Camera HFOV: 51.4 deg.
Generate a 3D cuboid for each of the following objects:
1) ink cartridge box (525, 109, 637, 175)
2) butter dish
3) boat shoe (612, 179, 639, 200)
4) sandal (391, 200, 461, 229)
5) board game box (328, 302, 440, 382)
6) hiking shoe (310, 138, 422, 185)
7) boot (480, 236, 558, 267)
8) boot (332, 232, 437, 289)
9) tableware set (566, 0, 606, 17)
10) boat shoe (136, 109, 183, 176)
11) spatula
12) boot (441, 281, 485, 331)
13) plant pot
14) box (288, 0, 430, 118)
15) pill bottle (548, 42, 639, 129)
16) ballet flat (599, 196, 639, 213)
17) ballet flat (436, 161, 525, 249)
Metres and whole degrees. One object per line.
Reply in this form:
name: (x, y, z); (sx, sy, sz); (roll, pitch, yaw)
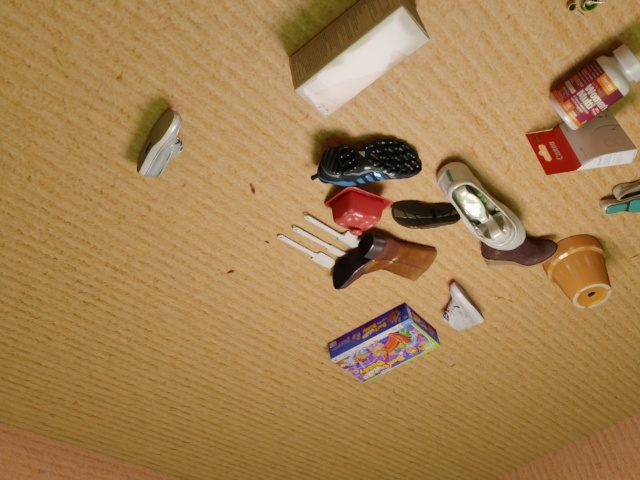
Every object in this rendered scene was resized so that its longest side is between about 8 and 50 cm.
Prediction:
ink cartridge box: (0.703, -0.269, 1.805); (0.232, 0.189, 0.066); (-5, 136, -3)
butter dish: (0.107, -0.070, 1.939); (0.160, 0.118, 0.160); (18, 155, -25)
boat shoe: (0.992, -0.158, 2.070); (0.153, 0.048, 0.056); (-9, 136, 0)
sandal: (0.320, -0.073, 2.037); (0.219, 0.090, 0.060); (-4, 158, -15)
board game box: (0.238, 0.389, 2.487); (0.347, 0.078, 0.233); (-32, 132, 22)
hiking shoe: (0.132, -0.212, 1.853); (0.304, 0.113, 0.132); (0, 166, -18)
boot: (0.640, 0.001, 2.144); (0.248, 0.090, 0.207); (-13, 138, 9)
boot: (0.205, 0.087, 2.183); (0.280, 0.096, 0.264); (13, 125, -34)
tableware set: (0.650, -0.603, 1.571); (0.104, 0.024, 0.154); (23, 128, -29)
boat shoe: (-0.403, -0.248, 1.731); (0.081, 0.079, 0.227); (13, 138, -34)
spatula: (0.000, 0.000, 2.091); (0.242, 0.019, 0.168); (30, 130, -34)
boot: (0.487, 0.250, 2.371); (0.123, 0.095, 0.258); (-32, 133, 13)
plant pot: (0.878, 0.118, 2.235); (0.205, 0.188, 0.205); (-5, 136, -5)
box: (0.084, -0.446, 1.553); (0.311, 0.148, 0.121); (-32, 133, 24)
pill bottle: (0.718, -0.398, 1.723); (0.221, 0.121, 0.121); (-38, 129, 27)
ballet flat: (0.963, -0.118, 2.106); (0.168, 0.052, 0.057); (-4, 127, -14)
ballet flat: (0.485, -0.070, 1.972); (0.139, 0.139, 0.400); (-35, 121, 24)
